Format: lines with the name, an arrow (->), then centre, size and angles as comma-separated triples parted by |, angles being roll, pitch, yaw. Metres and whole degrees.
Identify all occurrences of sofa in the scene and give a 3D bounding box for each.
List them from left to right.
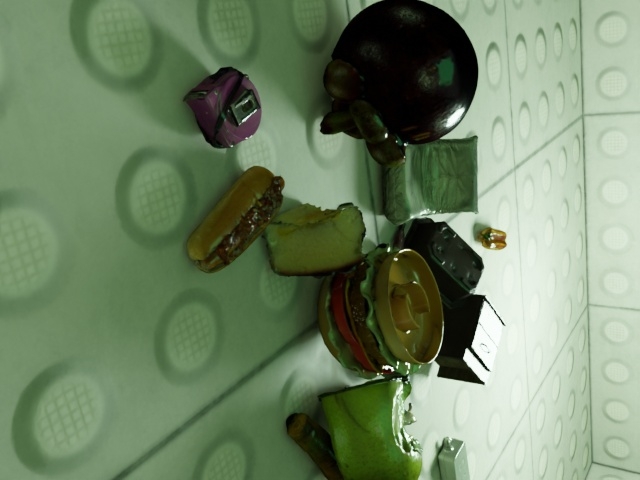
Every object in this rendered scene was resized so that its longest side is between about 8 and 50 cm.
sofa -> 0.267, -0.149, 1.583 | 0.225, 0.176, 0.210 | -12, 103, -54

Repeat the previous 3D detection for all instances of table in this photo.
table -> 0.390, 0.269, 1.792 | 0.169, 0.172, 0.193 | 47, 56, -40

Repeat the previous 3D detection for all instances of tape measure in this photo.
tape measure -> -0.154, -0.214, 1.062 | 0.125, 0.074, 0.118 | -56, 136, -33

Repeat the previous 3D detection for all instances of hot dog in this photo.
hot dog -> -0.131, -0.043, 1.111 | 0.249, 0.076, 0.102 | -53, 130, -37
hot dog -> 0.564, -0.003, 2.129 | 0.188, 0.055, 0.072 | 7, 84, -55

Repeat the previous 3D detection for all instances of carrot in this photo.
carrot -> 0.004, 0.444, 1.365 | 0.260, 0.070, 0.070 | 57, 49, -39

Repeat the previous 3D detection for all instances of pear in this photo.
pear -> 0.121, 0.421, 1.367 | 0.238, 0.164, 0.255 | 25, 52, -64

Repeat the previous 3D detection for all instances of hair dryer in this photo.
hair dryer -> 0.184, 0.014, 1.606 | 0.106, 0.054, 0.154 | 57, 39, -35

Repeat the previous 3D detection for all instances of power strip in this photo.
power strip -> 0.416, 0.739, 1.988 | 0.098, 0.058, 0.338 | -37, 122, -47

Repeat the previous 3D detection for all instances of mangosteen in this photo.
mangosteen -> 0.149, -0.318, 1.325 | 0.347, 0.307, 0.307 | -46, 135, -6

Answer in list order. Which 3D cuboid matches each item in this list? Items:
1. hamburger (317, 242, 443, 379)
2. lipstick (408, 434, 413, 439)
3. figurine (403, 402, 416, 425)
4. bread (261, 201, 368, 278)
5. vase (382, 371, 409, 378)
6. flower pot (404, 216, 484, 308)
hamburger -> 0.111, 0.151, 1.354 | 0.274, 0.212, 0.274 | 27, 55, -48
lipstick -> 0.215, 0.531, 1.704 | 0.116, 0.037, 0.037 | -7, 99, -60
figurine -> 0.211, 0.454, 1.686 | 0.083, 0.047, 0.050 | 0, 79, -48
bread -> 0.000, 0.000, 1.228 | 0.169, 0.160, 0.140 | -28, 115, -51
vase -> 0.226, 0.262, 1.643 | 0.219, 0.096, 0.096 | -34, 120, -52
flower pot -> 0.334, 0.051, 1.697 | 0.251, 0.084, 0.179 | 42, 56, -20
